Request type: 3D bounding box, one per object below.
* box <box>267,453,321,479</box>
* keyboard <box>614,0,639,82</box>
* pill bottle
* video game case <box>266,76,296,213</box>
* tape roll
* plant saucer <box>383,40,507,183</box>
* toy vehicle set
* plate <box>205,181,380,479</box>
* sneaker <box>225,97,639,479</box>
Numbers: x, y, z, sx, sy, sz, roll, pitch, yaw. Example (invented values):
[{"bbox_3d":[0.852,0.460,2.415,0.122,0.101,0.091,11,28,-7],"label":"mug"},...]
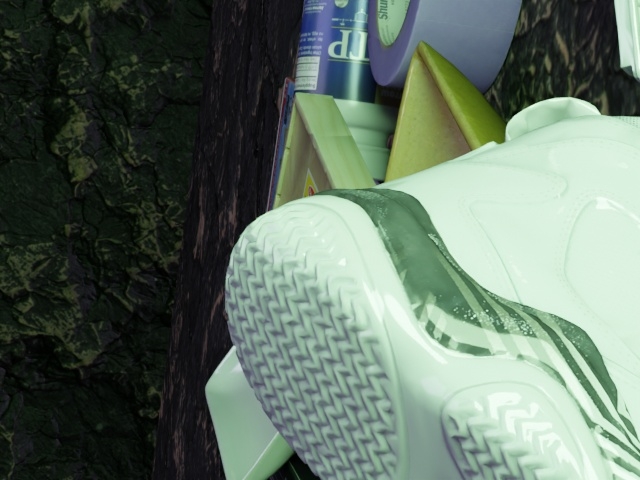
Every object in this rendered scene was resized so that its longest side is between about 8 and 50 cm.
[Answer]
[{"bbox_3d":[0.011,0.295,1.311,0.261,0.103,0.184,-138,59,-76],"label":"box"},{"bbox_3d":[0.153,-0.189,0.743,0.014,0.072,0.256,-12,73,32],"label":"keyboard"},{"bbox_3d":[0.033,-0.152,1.422,0.112,0.112,0.187,-170,86,-79],"label":"pill bottle"},{"bbox_3d":[-0.025,-0.086,1.889,0.285,0.025,0.204,-129,46,-74],"label":"video game case"},{"bbox_3d":[0.098,-0.211,1.215,0.189,0.080,0.189,-173,90,-78],"label":"tape roll"},{"bbox_3d":[0.096,0.068,1.057,0.333,0.081,0.333,-104,23,-64],"label":"plant saucer"},{"bbox_3d":[0.000,0.000,1.270,0.267,0.035,0.166,-110,29,-63],"label":"toy vehicle set"},{"bbox_3d":[0.000,0.082,1.399,0.277,0.045,0.278,-54,16,6],"label":"plate"},{"bbox_3d":[0.152,0.079,0.566,0.366,0.210,0.137,42,143,22],"label":"sneaker"}]
